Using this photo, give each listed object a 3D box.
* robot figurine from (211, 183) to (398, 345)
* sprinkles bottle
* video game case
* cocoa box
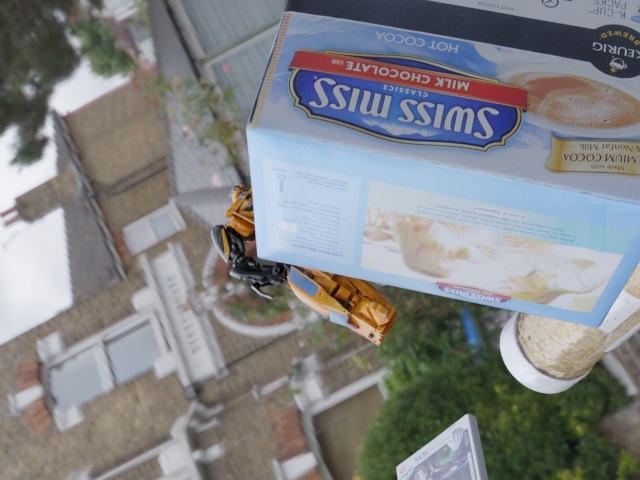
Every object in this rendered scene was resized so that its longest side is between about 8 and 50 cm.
[{"bbox_3d":[0.000,0.000,1.373,0.291,0.211,0.085,33,153,11],"label":"robot figurine"},{"bbox_3d":[0.344,0.064,1.235,0.121,0.121,0.355,63,151,22],"label":"sprinkles bottle"},{"bbox_3d":[0.185,0.383,1.553,0.022,0.173,0.190,28,-145,-26],"label":"video game case"},{"bbox_3d":[0.126,-0.093,0.940,0.231,0.347,0.228,92,-169,-61],"label":"cocoa box"}]
